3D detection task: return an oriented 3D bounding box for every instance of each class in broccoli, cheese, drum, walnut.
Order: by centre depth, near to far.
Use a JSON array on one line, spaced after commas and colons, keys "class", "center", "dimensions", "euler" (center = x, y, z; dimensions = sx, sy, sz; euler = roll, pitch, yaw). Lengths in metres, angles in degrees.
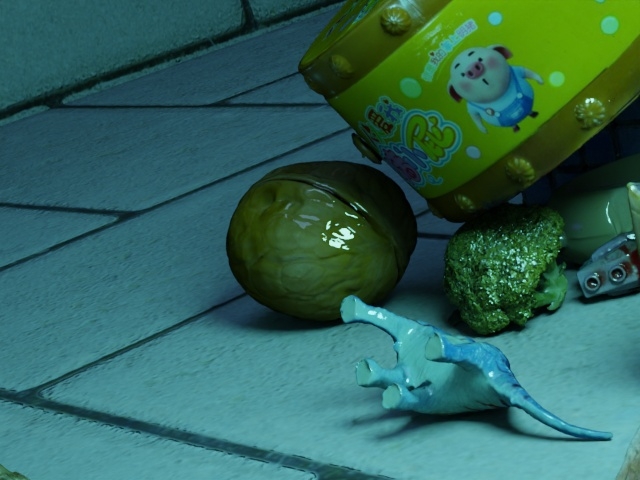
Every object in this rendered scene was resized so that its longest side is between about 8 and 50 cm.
[{"class": "broccoli", "center": [0.172, 0.025, 1.744], "dimensions": [0.120, 0.131, 0.130], "euler": [22, -17, -26]}, {"class": "drum", "center": [0.189, -0.228, 1.751], "dimensions": [0.431, 0.214, 0.431], "euler": [-44, 9, 8]}, {"class": "cheese", "center": [0.266, -0.016, 1.869], "dimensions": [0.286, 0.082, 0.163], "euler": [-21, 12, -16]}, {"class": "walnut", "center": [0.000, 0.000, 1.888], "dimensions": [0.207, 0.167, 0.167], "euler": [-1, 19, 46]}]

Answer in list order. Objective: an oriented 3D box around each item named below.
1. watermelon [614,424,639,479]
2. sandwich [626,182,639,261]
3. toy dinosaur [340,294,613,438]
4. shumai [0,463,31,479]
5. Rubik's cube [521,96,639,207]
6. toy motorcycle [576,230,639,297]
[{"class": "watermelon", "center": [0.292, 0.131, 1.253], "dimensions": [0.136, 0.202, 0.207], "euler": [24, 28, -2]}, {"class": "sandwich", "center": [0.370, 0.012, 1.423], "dimensions": [0.155, 0.198, 0.227], "euler": [-25, 18, -40]}, {"class": "toy dinosaur", "center": [0.096, 0.106, 1.552], "dimensions": [0.144, 0.076, 0.329], "euler": [16, 2, -24]}, {"class": "shumai", "center": [-0.305, 0.210, 1.517], "dimensions": [0.123, 0.105, 0.139], "euler": [4, 47, 40]}, {"class": "Rubik's cube", "center": [0.353, -0.180, 2.090], "dimensions": [0.237, 0.237, 0.238], "euler": [0, 21, 38]}, {"class": "toy motorcycle", "center": [0.332, 0.007, 1.726], "dimensions": [0.213, 0.082, 0.122], "euler": [-22, 4, 21]}]
